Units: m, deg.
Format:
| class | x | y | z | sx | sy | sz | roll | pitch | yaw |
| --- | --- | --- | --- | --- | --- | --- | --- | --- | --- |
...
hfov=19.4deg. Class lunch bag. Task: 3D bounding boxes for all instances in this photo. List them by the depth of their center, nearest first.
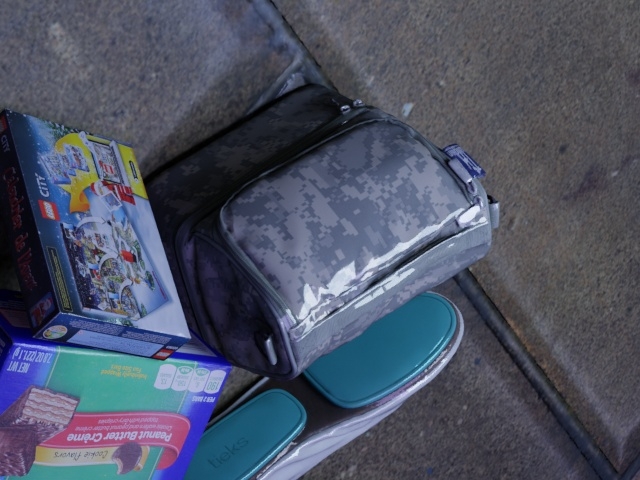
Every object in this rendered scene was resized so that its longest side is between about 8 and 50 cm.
| class | x | y | z | sx | sy | sz | roll | pitch | yaw |
| --- | --- | --- | --- | --- | --- | --- | --- | --- | --- |
| lunch bag | 0.000 | 0.000 | 1.935 | 0.305 | 0.256 | 0.213 | -32 | 130 | -26 |

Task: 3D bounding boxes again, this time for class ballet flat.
| class | x | y | z | sx | sy | sz | roll | pitch | yaw |
| --- | --- | --- | --- | --- | --- | --- | --- | --- | --- |
| ballet flat | -0.008 | 0.198 | 2.148 | 0.400 | 0.139 | 0.139 | -35 | 131 | -17 |

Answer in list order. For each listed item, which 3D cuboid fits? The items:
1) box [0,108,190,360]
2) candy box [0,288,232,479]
| class | x | y | z | sx | sy | sz | roll | pitch | yaw |
| --- | --- | --- | --- | --- | --- | --- | --- | --- | --- |
| box | -0.222 | -0.005 | 1.763 | 0.159 | 0.233 | 0.044 | 14 | 136 | -44 |
| candy box | -0.273 | 0.220 | 1.823 | 0.268 | 0.122 | 0.317 | 10 | 111 | -42 |
